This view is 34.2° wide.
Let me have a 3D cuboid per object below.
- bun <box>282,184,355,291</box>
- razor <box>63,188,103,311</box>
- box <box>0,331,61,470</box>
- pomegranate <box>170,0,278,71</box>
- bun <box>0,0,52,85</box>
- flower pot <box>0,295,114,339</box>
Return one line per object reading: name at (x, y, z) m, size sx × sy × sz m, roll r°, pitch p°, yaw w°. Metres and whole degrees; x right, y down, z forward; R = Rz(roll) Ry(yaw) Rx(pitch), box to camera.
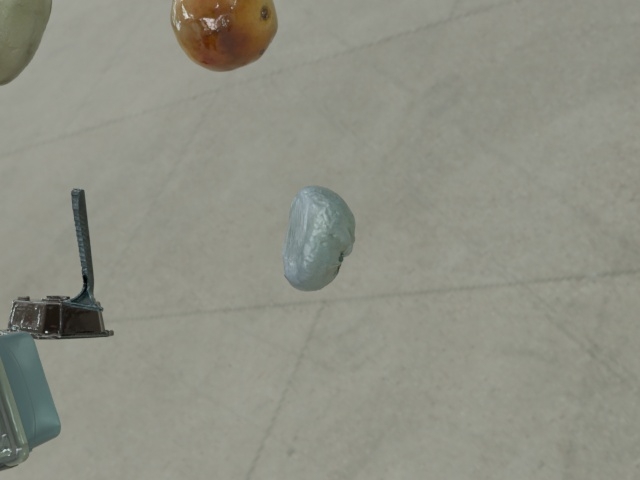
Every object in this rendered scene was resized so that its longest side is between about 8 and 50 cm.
bun at (0.000, 0.000, 1.369) m, size 0.141 × 0.083 × 0.140 m, roll -170°, pitch 90°, yaw -73°
razor at (-0.353, 0.012, 1.538) m, size 0.066 × 0.190 × 0.033 m, roll 7°, pitch 24°, yaw 14°
box at (-0.535, 0.261, 1.706) m, size 0.162 × 0.227 × 0.130 m, roll -20°, pitch -4°, yaw 31°
pomegranate at (-0.171, -0.393, 1.828) m, size 0.191 × 0.191 × 0.191 m, roll -28°, pitch 35°, yaw 21°
bun at (-0.407, -0.262, 1.247) m, size 0.173 × 0.113 × 0.166 m, roll -52°, pitch 37°, yaw 15°
flower pot at (-0.556, 0.159, 2.184) m, size 0.251 × 0.179 × 0.084 m, roll -2°, pitch 87°, yaw 49°
